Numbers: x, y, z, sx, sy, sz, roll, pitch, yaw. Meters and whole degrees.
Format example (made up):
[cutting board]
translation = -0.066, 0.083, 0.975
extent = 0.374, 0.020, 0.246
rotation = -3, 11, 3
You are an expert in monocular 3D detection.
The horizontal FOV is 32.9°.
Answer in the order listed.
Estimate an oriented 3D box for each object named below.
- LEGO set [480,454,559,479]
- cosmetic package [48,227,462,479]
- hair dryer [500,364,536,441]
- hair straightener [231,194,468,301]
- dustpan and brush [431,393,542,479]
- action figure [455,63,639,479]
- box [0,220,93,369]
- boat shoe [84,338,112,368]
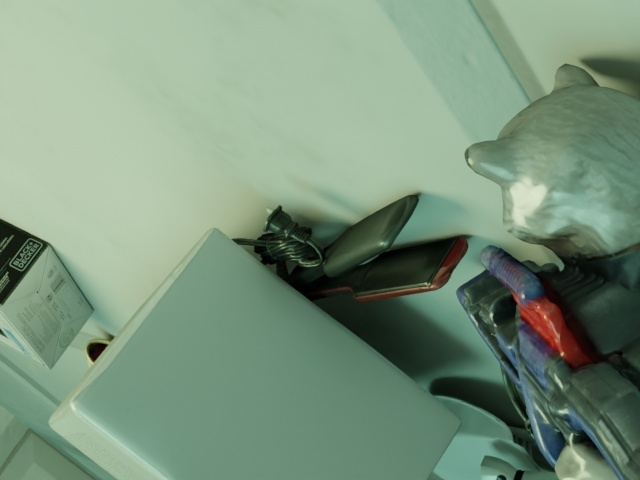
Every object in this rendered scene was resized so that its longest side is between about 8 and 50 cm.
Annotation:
[LEGO set]
translation = 0.175, 0.259, 0.802
extent = 0.093, 0.087, 0.227
rotation = 0, 103, 18
[cosmetic package]
translation = -0.089, 0.156, 0.922
extent = 0.230, 0.161, 0.453
rotation = 39, 162, -6
[hair dryer]
translation = 0.194, 0.194, 0.622
extent = 0.224, 0.080, 0.293
rotation = 38, -172, -23
[hair straightener]
translation = 0.000, 0.000, 0.710
extent = 0.089, 0.047, 0.230
rotation = 41, 161, -17
[dustpan and brush]
translation = 0.107, 0.159, 0.878
extent = 0.211, 0.060, 0.147
rotation = 2, 145, 41
[action figure]
translation = 0.187, 0.054, 0.494
extent = 0.330, 0.178, 0.341
rotation = 46, -176, -16
[box]
translation = -0.418, 0.021, 1.234
extent = 0.290, 0.087, 0.169
rotation = 25, 156, 19
[boat shoe]
translation = -0.219, 0.172, 1.308
extent = 0.170, 0.063, 0.059
rotation = 26, 162, 18
